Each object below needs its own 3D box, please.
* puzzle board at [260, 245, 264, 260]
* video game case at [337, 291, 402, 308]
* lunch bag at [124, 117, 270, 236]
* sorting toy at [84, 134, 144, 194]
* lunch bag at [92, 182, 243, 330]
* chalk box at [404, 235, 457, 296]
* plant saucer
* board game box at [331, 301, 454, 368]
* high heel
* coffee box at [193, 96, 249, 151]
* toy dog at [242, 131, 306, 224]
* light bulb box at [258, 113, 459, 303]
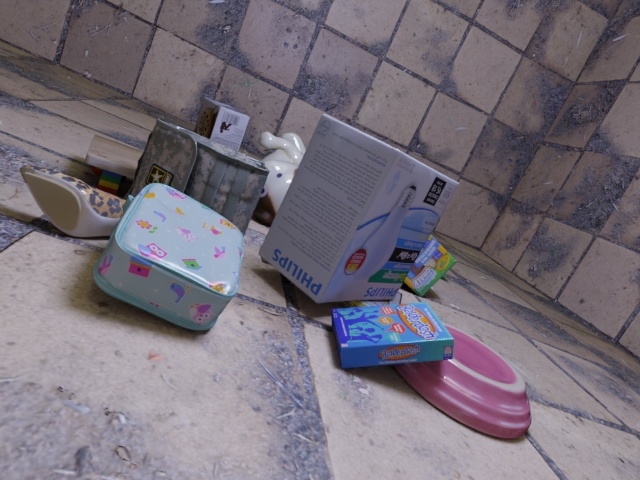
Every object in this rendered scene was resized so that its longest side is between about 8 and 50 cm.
[{"bbox_3d":[-0.102,0.056,1.174,0.128,0.011,0.096,20,15,-18],"label":"puzzle board"},{"bbox_3d":[0.102,0.135,1.190,0.248,0.035,0.275,27,14,9],"label":"video game case"},{"bbox_3d":[-0.297,-0.127,1.030,0.286,0.236,0.169,20,12,-19],"label":"lunch bag"},{"bbox_3d":[-0.498,-0.178,1.178,0.257,0.090,0.255,17,15,-29],"label":"sorting toy"},{"bbox_3d":[-0.254,0.017,0.754,0.223,0.108,0.279,27,20,-20],"label":"lunch bag"},{"bbox_3d":[0.333,0.058,1.516,0.289,0.179,0.180,43,6,-19],"label":"chalk box"},{"bbox_3d":[0.304,0.271,0.933,0.331,0.084,0.332,25,14,-6],"label":"plant saucer"},{"bbox_3d":[0.134,0.182,0.855,0.210,0.047,0.160,-3,17,-5],"label":"board game box"},{"bbox_3d":[-0.433,-0.072,0.857,0.261,0.093,0.186,39,16,-15],"label":"high heel"},{"bbox_3d":[-0.378,-0.330,1.526,0.118,0.297,0.168,10,21,-39],"label":"coffee box"},{"bbox_3d":[-0.153,-0.192,1.580,0.408,0.284,0.396,-89,153,-77],"label":"toy dog"},{"bbox_3d":[0.101,-0.056,1.057,0.225,0.361,0.357,36,17,34],"label":"light bulb box"}]
